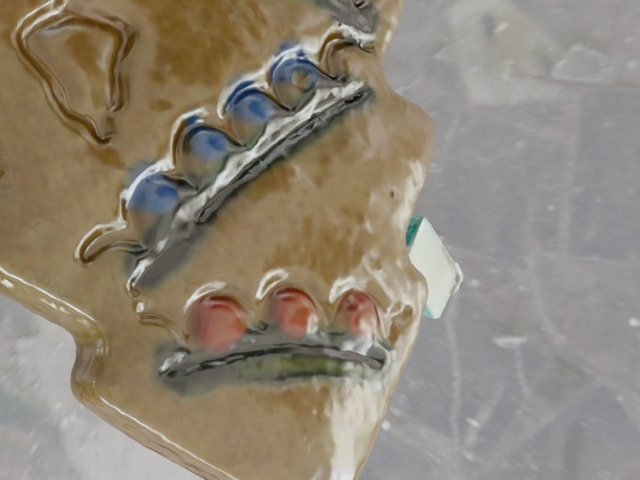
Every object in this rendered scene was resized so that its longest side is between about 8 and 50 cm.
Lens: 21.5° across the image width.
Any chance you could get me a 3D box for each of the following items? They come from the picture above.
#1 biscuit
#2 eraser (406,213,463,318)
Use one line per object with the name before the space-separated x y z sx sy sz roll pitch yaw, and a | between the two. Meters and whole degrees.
biscuit | -0.040 -0.034 0.662 0.278 0.043 0.301 -21 88 -37
eraser | 0.000 0.000 1.396 0.225 0.095 0.052 15 67 32
